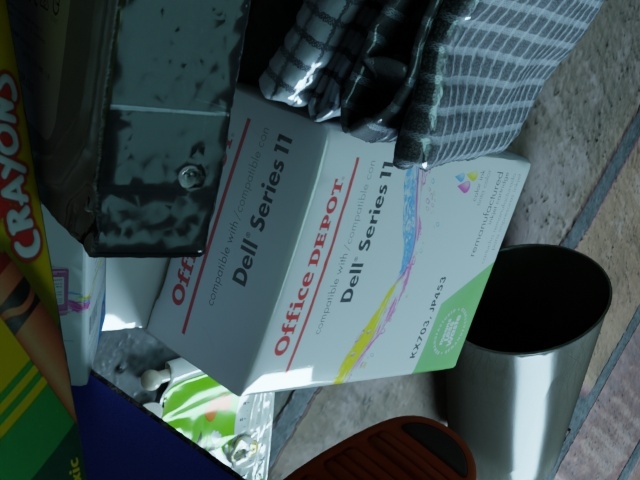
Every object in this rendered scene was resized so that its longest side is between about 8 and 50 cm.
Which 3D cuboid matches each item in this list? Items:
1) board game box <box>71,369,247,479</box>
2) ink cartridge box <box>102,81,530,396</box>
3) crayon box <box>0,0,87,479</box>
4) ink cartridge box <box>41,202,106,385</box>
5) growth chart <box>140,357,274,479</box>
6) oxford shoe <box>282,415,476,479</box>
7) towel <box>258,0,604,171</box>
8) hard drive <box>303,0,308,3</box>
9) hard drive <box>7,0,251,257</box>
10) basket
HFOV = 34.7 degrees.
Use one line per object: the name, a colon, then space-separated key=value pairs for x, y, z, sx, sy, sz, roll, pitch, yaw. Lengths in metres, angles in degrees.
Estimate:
board game box: x=-0.152 y=0.244 z=0.662 sx=0.141 sy=0.232 sz=0.291 roll=-33 pitch=134 yaw=-35
ink cartridge box: x=0.000 y=0.000 z=0.790 sx=0.353 sy=0.119 sz=0.207 roll=1 pitch=111 yaw=-50
crayon box: x=-0.245 y=-0.014 z=0.341 sx=0.313 sy=0.106 sz=0.362 roll=-12 pitch=94 yaw=-58
ink cartridge box: x=-0.161 y=0.013 z=0.627 sx=0.052 sy=0.088 sz=0.122 roll=5 pitch=114 yaw=-6
growth chart: x=-0.092 y=0.187 z=0.877 sx=0.172 sy=0.021 sz=0.237 roll=-22 pitch=127 yaw=-40
oxford shoe: x=-0.017 y=0.207 z=0.553 sx=0.271 sy=0.097 sz=0.098 roll=-44 pitch=160 yaw=-20
towel: x=0.116 y=-0.168 z=0.691 sx=0.235 sy=0.121 sz=0.284 roll=-56 pitch=163 yaw=22
hard drive: x=0.124 y=-0.307 z=0.816 sx=0.353 sy=0.047 sz=0.233 roll=-29 pitch=131 yaw=-37
hard drive: x=-0.096 y=-0.189 z=0.464 sx=0.064 sy=0.237 sz=0.338 roll=1 pitch=113 yaw=-32
basket: x=0.210 y=0.147 z=1.113 sx=0.204 sy=0.154 sz=0.226 roll=-29 pitch=135 yaw=-36
